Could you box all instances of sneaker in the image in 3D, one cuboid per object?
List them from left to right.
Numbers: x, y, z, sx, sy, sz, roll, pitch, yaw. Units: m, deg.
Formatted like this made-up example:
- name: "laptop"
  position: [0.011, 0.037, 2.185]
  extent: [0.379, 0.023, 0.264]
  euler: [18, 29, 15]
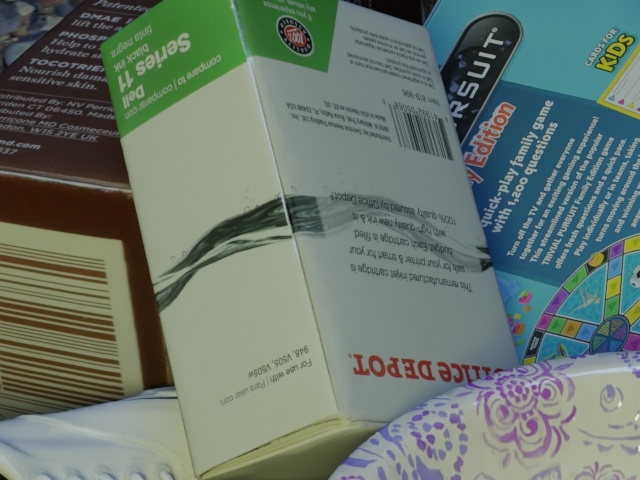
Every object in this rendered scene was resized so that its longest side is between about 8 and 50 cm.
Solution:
- name: "sneaker"
  position: [-0.112, 0.121, 0.831]
  extent: [0.258, 0.094, 0.091]
  euler: [-5, 9, -10]

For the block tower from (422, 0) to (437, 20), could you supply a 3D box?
- name: "block tower"
  position: [0.040, -0.210, 1.398]
  extent: [0.097, 0.091, 0.335]
  euler: [-28, 39, -34]

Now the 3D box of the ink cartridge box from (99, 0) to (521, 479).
- name: "ink cartridge box"
  position: [0.000, 0.000, 0.834]
  extent: [0.087, 0.208, 0.153]
  euler: [-27, -23, 33]

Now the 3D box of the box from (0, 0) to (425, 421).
- name: "box"
  position: [-0.063, -0.047, 1.041]
  extent: [0.143, 0.191, 0.381]
  euler: [9, 33, 21]

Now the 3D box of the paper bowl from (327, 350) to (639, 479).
- name: "paper bowl"
  position: [0.130, 0.176, 0.686]
  extent: [0.284, 0.148, 0.284]
  euler: [-3, 30, 2]

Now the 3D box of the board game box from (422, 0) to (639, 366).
- name: "board game box"
  position: [0.169, 0.005, 0.935]
  extent: [0.336, 0.079, 0.254]
  euler: [17, 63, 30]
